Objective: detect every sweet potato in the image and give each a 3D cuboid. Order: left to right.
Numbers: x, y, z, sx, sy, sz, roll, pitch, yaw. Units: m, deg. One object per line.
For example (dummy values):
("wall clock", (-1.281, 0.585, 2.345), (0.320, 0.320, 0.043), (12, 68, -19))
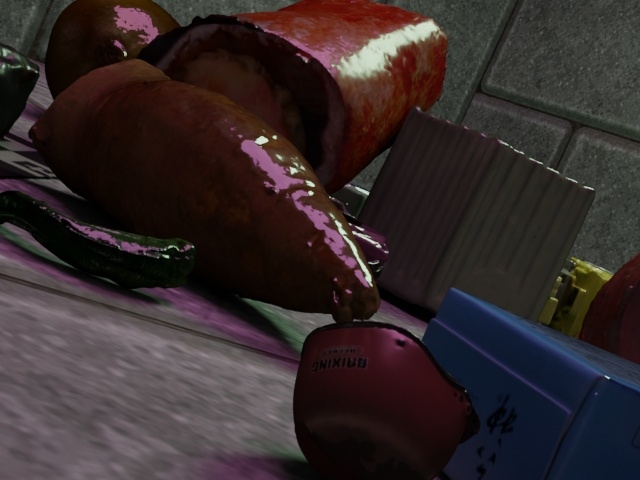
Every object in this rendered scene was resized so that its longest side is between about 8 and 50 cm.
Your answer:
("sweet potato", (-0.071, -0.036, 0.740), (0.131, 0.131, 0.336), (21, 5, -41))

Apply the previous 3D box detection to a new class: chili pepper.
("chili pepper", (-0.126, 0.001, 0.596), (0.117, 0.035, 0.055), (15, -8, 2))
("chili pepper", (-0.012, -0.173, 1.198), (0.251, 0.305, 0.229), (-20, -76, 44))

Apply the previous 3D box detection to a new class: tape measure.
("tape measure", (0.000, 0.000, 0.975), (0.118, 0.074, 0.125), (23, 7, -23))

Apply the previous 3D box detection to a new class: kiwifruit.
("kiwifruit", (-0.252, -0.217, 1.418), (0.196, 0.196, 0.234), (24, 3, -6))

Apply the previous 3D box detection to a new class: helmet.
("helmet", (0.022, 0.073, 0.418), (0.065, 0.049, 0.084), (-13, -48, 34))

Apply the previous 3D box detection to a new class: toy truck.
("toy truck", (0.291, 0.062, 1.468), (0.272, 0.124, 0.157), (23, 4, -15))

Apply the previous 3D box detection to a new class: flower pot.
("flower pot", (0.156, -0.010, 1.181), (0.239, 0.190, 0.209), (23, 4, -18))

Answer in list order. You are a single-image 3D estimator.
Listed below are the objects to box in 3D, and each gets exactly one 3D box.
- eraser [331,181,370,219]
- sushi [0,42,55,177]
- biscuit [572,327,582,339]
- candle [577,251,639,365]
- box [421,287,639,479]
("eraser", (0.040, -0.030, 1.457), (0.130, 0.086, 0.287), (23, 4, -24))
("sushi", (-0.357, -0.172, 0.922), (0.373, 0.100, 0.296), (25, 5, 2))
("biscuit", (0.409, 0.175, 1.335), (0.212, 0.041, 0.238), (29, 1, -34))
("candle", (0.354, 0.068, 0.806), (0.316, 0.287, 0.131), (21, 0, -3))
("box", (0.167, 0.111, 0.536), (0.232, 0.083, 0.142), (21, 6, -22))
